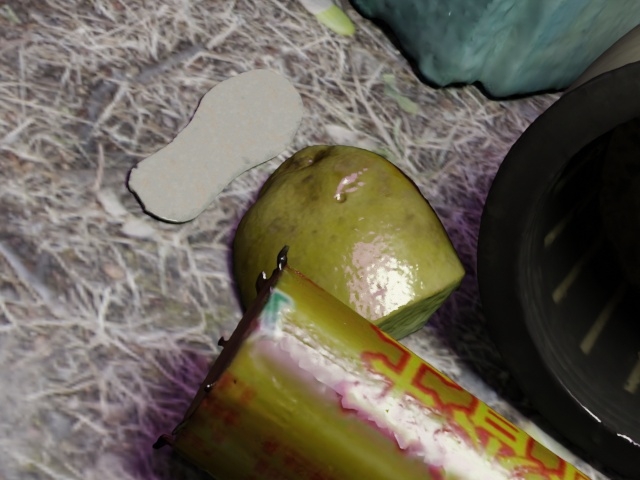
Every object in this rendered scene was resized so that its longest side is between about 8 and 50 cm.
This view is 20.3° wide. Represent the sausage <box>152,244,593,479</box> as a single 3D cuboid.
[{"bbox_3d":[0.067,0.146,0.968,0.317,0.117,0.125,35,62,3],"label":"sausage"}]

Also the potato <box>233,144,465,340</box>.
[{"bbox_3d":[0.000,0.000,1.101,0.149,0.081,0.120,48,40,17],"label":"potato"}]

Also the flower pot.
[{"bbox_3d":[0.287,-0.038,1.172,0.294,0.293,0.330,35,35,3],"label":"flower pot"}]

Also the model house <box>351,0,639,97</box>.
[{"bbox_3d":[0.202,-0.308,1.357,0.295,0.329,0.251,-17,63,-45],"label":"model house"}]

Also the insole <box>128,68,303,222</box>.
[{"bbox_3d":[-0.064,-0.064,1.182,0.065,0.004,0.197,36,40,4],"label":"insole"}]
